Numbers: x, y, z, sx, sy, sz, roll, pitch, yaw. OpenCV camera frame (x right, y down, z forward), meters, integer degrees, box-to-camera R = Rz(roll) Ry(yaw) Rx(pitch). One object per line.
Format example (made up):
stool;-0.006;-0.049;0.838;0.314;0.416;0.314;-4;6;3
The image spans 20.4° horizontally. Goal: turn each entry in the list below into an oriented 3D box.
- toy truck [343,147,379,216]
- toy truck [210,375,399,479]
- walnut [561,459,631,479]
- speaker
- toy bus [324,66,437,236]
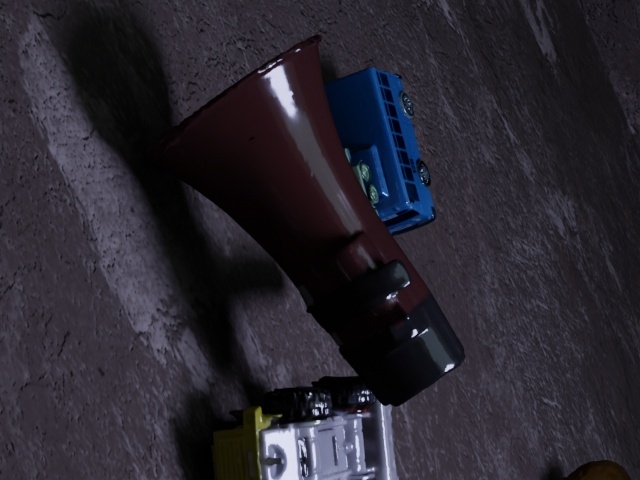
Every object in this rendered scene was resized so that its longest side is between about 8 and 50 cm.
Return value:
toy truck;0.033;-0.015;1.965;0.081;0.067;0.175;-5;79;-66
toy truck;-0.009;0.197;1.666;0.286;0.111;0.136;5;80;-68
walnut;0.372;0.393;2.376;0.137;0.137;0.245;54;27;-38
speaker;-0.021;0.002;1.671;0.198;0.259;0.329;-36;99;-33
toy bus;0.063;-0.101;2.069;0.106;0.090;0.184;11;62;-64
